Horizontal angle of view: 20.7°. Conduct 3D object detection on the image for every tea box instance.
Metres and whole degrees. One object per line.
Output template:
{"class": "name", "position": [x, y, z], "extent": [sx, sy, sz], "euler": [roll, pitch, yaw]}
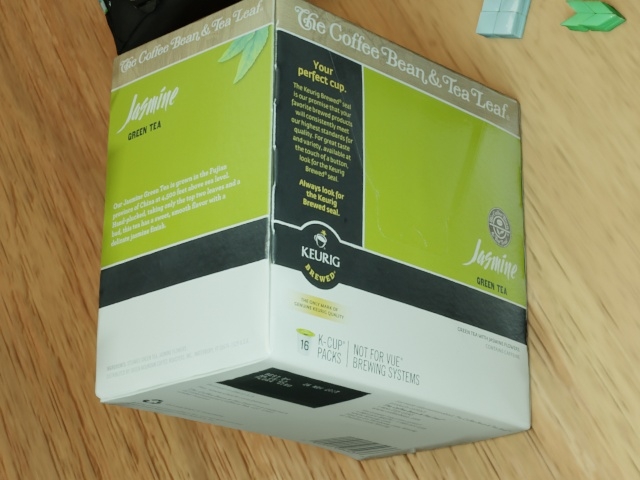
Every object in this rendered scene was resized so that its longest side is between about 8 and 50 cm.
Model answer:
{"class": "tea box", "position": [0.000, 0.000, 1.544], "extent": [0.220, 0.329, 0.323], "euler": [-16, 64, 42]}

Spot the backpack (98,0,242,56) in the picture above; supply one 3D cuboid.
{"class": "backpack", "position": [-0.167, -0.416, 1.940], "extent": [0.290, 0.273, 0.355], "euler": [-47, 70, 27]}

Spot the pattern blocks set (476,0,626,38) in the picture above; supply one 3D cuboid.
{"class": "pattern blocks set", "position": [0.244, -0.346, 1.637], "extent": [0.285, 0.026, 0.324], "euler": [-6, 73, 44]}
